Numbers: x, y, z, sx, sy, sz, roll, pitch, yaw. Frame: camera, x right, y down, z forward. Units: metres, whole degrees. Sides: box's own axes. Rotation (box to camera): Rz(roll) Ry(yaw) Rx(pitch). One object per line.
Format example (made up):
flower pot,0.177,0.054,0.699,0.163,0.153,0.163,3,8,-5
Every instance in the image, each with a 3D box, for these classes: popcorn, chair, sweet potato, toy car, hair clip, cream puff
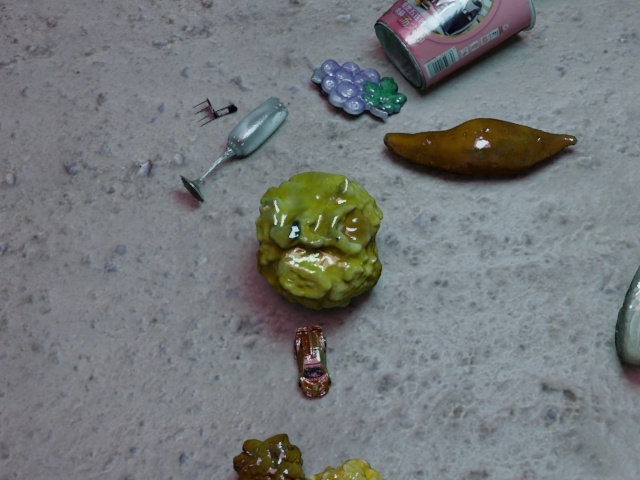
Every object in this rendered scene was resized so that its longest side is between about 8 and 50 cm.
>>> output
popcorn,-0.006,-0.005,1.679,0.249,0.225,0.249,-8,58,12
popcorn,0.035,0.424,1.502,0.180,0.170,0.180,-21,21,8
chair,-0.212,-0.264,1.934,0.086,0.037,0.042,-22,74,-1
sweet potato,0.298,-0.174,1.794,0.359,0.112,0.112,-3,63,2
toy car,-0.015,0.209,1.676,0.059,0.035,0.122,-6,61,-1
hair clip,0.074,-0.293,1.917,0.195,0.052,0.124,17,61,7
cream puff,-0.081,0.367,1.573,0.122,0.094,0.116,18,64,19

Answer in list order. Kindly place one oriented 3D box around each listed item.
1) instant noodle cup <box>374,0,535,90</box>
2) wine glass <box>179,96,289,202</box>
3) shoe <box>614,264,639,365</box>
instant noodle cup,0.249,-0.432,1.875,0.255,0.244,0.244,-37,65,-3
wine glass,-0.160,-0.184,1.872,0.074,0.074,0.262,37,71,21
shoe,0.635,0.084,1.612,0.210,0.132,0.342,27,66,21
